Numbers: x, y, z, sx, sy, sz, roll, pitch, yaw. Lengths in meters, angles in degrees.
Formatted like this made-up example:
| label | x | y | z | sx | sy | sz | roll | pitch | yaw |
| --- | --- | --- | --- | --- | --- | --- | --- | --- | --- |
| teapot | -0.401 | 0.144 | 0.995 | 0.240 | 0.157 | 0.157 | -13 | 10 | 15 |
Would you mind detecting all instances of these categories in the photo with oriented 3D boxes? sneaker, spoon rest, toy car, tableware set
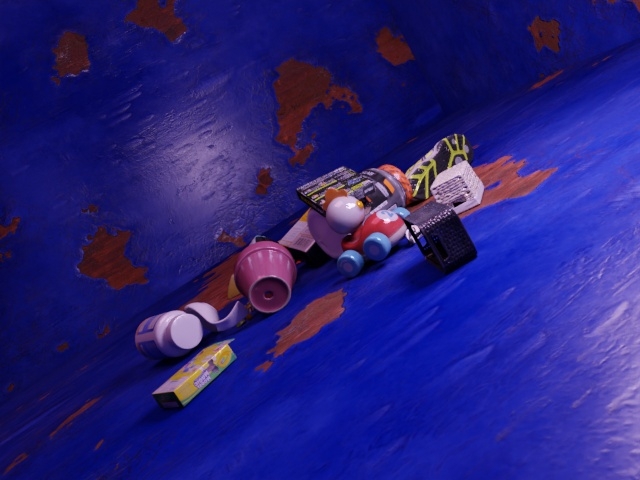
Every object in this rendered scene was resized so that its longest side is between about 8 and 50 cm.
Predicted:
| label | x | y | z | sx | sy | sz | roll | pitch | yaw |
| --- | --- | --- | --- | --- | --- | --- | --- | --- | --- |
| sneaker | 0.414 | -0.273 | 2.025 | 0.384 | 0.145 | 0.147 | -35 | 11 | -27 |
| spoon rest | -0.348 | 0.251 | 1.778 | 0.276 | 0.137 | 0.084 | -13 | 36 | 45 |
| sneaker | 0.267 | -0.023 | 1.521 | 0.043 | 0.040 | 0.109 | -13 | 22 | 28 |
| toy car | 0.105 | -0.061 | 1.564 | 0.210 | 0.238 | 0.219 | -35 | 6 | 38 |
| tableware set | -0.240 | 0.238 | 1.808 | 0.104 | 0.024 | 0.154 | -40 | 12 | 0 |

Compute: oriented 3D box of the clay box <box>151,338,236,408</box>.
| label | x | y | z | sx | sy | sz | roll | pitch | yaw |
| --- | --- | --- | --- | --- | --- | --- | --- | --- | --- |
| clay box | -0.315 | 0.342 | 1.421 | 0.127 | 0.053 | 0.222 | -21 | 13 | 46 |

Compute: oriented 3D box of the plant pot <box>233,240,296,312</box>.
| label | x | y | z | sx | sy | sz | roll | pitch | yaw |
| --- | --- | --- | --- | --- | --- | --- | --- | --- | --- |
| plant pot | -0.165 | 0.126 | 1.699 | 0.201 | 0.201 | 0.180 | -31 | 25 | 2 |

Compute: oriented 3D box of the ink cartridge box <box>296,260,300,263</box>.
| label | x | y | z | sx | sy | sz | roll | pitch | yaw |
| --- | --- | --- | --- | --- | --- | --- | --- | --- | --- |
| ink cartridge box | -0.016 | 0.017 | 2.174 | 0.179 | 0.045 | 0.145 | -26 | 10 | 17 |

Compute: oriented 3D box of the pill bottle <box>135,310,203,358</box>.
| label | x | y | z | sx | sy | sz | roll | pitch | yaw |
| --- | --- | --- | --- | --- | --- | --- | --- | --- | --- |
| pill bottle | -0.500 | 0.315 | 1.827 | 0.272 | 0.152 | 0.152 | -19 | 16 | 49 |

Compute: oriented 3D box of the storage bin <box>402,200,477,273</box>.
| label | x | y | z | sx | sy | sz | roll | pitch | yaw |
| --- | --- | --- | --- | --- | --- | --- | --- | --- | --- |
| storage bin | 0.264 | -0.012 | 1.227 | 0.084 | 0.122 | 0.180 | -31 | 10 | 0 |

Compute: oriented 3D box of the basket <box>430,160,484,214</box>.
| label | x | y | z | sx | sy | sz | roll | pitch | yaw |
| --- | --- | --- | --- | --- | --- | --- | --- | --- | --- |
| basket | 0.394 | -0.150 | 1.579 | 0.113 | 0.103 | 0.167 | -27 | 11 | 28 |

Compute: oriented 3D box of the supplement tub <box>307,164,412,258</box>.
| label | x | y | z | sx | sy | sz | roll | pitch | yaw |
| --- | --- | --- | --- | --- | --- | --- | --- | --- | --- |
| supplement tub | 0.137 | -0.104 | 1.823 | 0.338 | 0.207 | 0.207 | -37 | 11 | -28 |

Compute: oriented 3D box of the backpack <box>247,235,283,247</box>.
| label | x | y | z | sx | sy | sz | roll | pitch | yaw |
| --- | --- | --- | --- | --- | --- | --- | --- | --- | --- |
| backpack | -0.185 | 0.077 | 1.895 | 0.144 | 0.165 | 0.188 | -51 | 33 | 26 |

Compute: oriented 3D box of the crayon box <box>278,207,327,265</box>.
| label | x | y | z | sx | sy | sz | roll | pitch | yaw |
| --- | --- | --- | --- | --- | --- | --- | --- | --- | --- |
| crayon box | 0.015 | -0.061 | 1.998 | 0.323 | 0.083 | 0.203 | -49 | 30 | -18 |

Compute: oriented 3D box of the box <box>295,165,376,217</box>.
| label | x | y | z | sx | sy | sz | roll | pitch | yaw |
| --- | --- | --- | --- | --- | --- | --- | --- | --- | --- |
| box | 0.045 | -0.157 | 1.714 | 0.190 | 0.045 | 0.184 | -28 | 36 | -18 |

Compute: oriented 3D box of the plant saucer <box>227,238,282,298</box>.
| label | x | y | z | sx | sy | sz | roll | pitch | yaw |
| --- | --- | --- | --- | --- | --- | --- | --- | --- | --- |
| plant saucer | -0.222 | 0.088 | 2.315 | 0.332 | 0.081 | 0.333 | -27 | 10 | 31 |
